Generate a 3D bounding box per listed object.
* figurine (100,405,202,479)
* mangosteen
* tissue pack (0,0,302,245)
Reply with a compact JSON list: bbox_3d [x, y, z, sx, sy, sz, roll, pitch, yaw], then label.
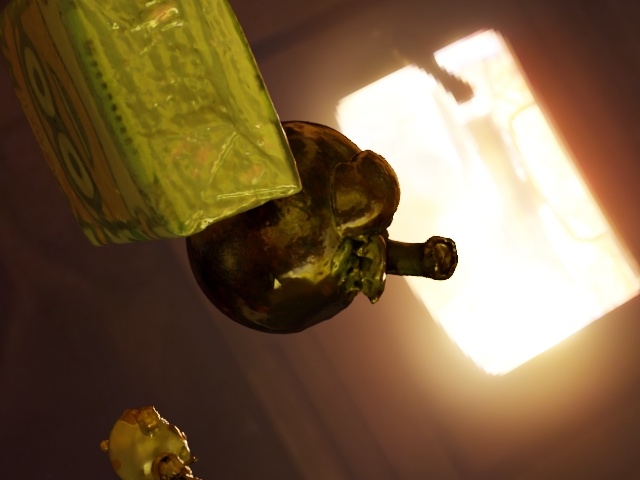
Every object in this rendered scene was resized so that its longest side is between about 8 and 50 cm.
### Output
[{"bbox_3d":[-0.139,0.205,1.343,0.143,0.068,0.101,44,159,25],"label":"figurine"},{"bbox_3d":[0.000,0.000,1.568,0.289,0.231,0.231,24,143,28],"label":"mangosteen"},{"bbox_3d":[-0.151,-0.118,1.198,0.228,0.128,0.311,68,161,-7],"label":"tissue pack"}]
